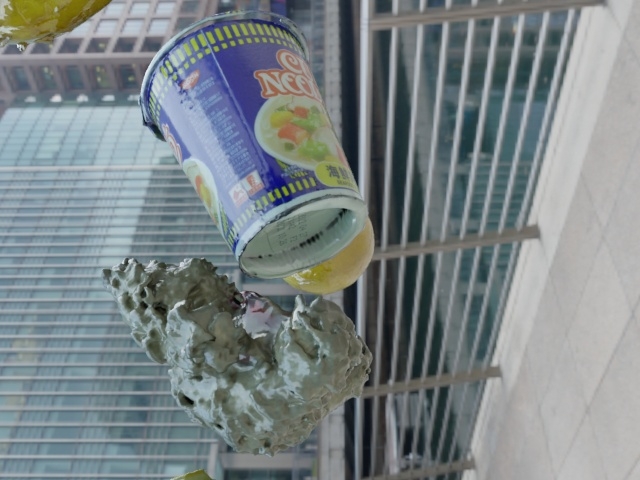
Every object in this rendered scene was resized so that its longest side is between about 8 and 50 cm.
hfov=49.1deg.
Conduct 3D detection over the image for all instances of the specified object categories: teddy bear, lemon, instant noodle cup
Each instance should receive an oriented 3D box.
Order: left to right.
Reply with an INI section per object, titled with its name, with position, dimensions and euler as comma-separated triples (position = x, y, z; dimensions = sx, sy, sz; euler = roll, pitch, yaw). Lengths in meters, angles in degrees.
[teddy bear]
position = -0.123, 0.118, 0.934
dimensions = 0.224, 0.367, 0.357
euler = -50, -16, -5
[instant noodle cup]
position = -0.084, -0.121, 1.014
dimensions = 0.284, 0.284, 0.312
euler = 86, 160, -63
[lemon]
position = 0.000, 0.001, 1.478
dimensions = 0.263, 0.236, 0.235
euler = 89, -178, -55

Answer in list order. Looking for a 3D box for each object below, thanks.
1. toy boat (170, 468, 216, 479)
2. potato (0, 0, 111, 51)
[toy boat]
position = -0.196, 0.367, 0.888
dimensions = 0.172, 0.065, 0.066
euler = -49, -46, -23
[potato]
position = -0.184, -0.270, 0.544
dimensions = 0.140, 0.300, 0.173
euler = 28, -148, -55
